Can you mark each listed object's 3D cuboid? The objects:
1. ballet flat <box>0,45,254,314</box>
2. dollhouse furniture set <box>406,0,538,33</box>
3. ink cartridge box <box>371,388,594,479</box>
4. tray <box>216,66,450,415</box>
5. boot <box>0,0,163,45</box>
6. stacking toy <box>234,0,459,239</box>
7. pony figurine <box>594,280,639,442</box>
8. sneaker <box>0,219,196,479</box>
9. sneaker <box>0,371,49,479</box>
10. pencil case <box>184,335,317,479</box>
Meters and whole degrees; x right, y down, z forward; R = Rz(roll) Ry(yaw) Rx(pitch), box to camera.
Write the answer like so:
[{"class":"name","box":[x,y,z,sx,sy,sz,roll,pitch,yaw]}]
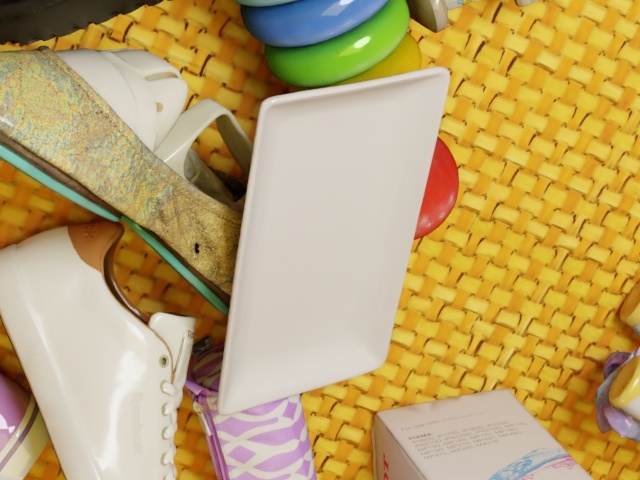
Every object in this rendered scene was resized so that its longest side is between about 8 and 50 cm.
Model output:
[{"class":"ballet flat","box":[-0.114,-0.058,0.928,0.123,0.123,0.348,-43,146,4]},{"class":"dollhouse furniture set","box":[0.142,-0.275,0.943,0.212,0.161,0.242,-23,115,-6]},{"class":"ink cartridge box","box":[0.149,0.281,1.084,0.131,0.306,0.226,-8,113,-13]},{"class":"tray","box":[0.000,0.000,0.978,0.145,0.030,0.270,-13,133,-27]},{"class":"boot","box":[-0.133,-0.262,0.779,0.131,0.348,0.260,-42,116,-40]},{"class":"stacking toy","box":[0.018,-0.139,0.986,0.141,0.141,0.330,-29,120,-4]},{"class":"pony figurine","box":[0.406,0.161,1.158,0.363,0.303,0.351,33,90,-9]},{"class":"sneaker","box":[-0.128,0.122,1.007,0.123,0.106,0.290,-23,92,-4]},{"class":"sneaker","box":[-0.336,0.197,1.034,0.161,0.102,0.282,34,88,-21]},{"class":"pencil case","box":[-0.049,0.177,1.107,0.088,0.086,0.206,-34,120,-40]}]
